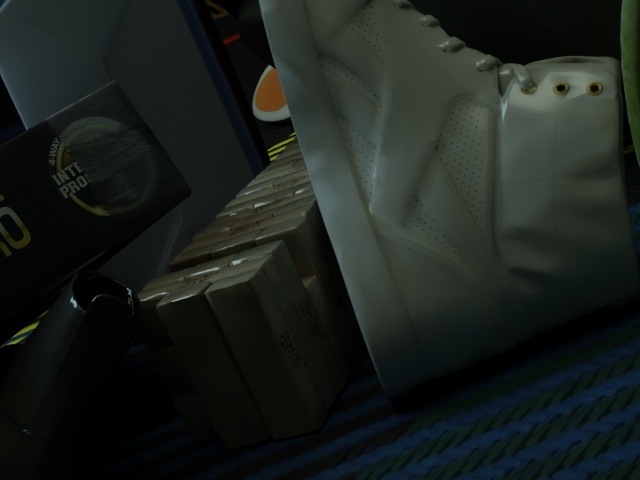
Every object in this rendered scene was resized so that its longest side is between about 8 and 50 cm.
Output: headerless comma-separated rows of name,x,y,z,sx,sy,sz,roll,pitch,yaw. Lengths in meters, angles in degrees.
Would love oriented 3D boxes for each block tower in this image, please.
block tower,0.000,0.000,0.800,0.091,0.097,0.335,-16,16,26

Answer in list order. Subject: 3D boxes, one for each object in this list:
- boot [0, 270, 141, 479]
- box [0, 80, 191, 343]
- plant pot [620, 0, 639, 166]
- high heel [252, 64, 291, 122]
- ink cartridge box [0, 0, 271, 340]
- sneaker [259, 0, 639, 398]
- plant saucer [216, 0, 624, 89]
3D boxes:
boot,-0.141,0.064,0.706,0.137,0.077,0.198,-66,24,10
box,-0.293,0.075,0.818,0.318,0.097,0.395,-35,2,-36
plant pot,0.245,-0.033,0.281,0.276,0.276,0.254,-25,27,-2
high heel,0.025,-0.188,1.492,0.117,0.082,0.244,4,-22,-39
ink cartridge box,-0.143,-0.119,1.081,0.151,0.270,0.395,-23,15,-1
sneaker,0.066,-0.082,0.674,0.169,0.292,0.108,-19,-13,3
plant saucer,0.053,-0.163,0.943,0.400,0.400,0.100,5,74,62
